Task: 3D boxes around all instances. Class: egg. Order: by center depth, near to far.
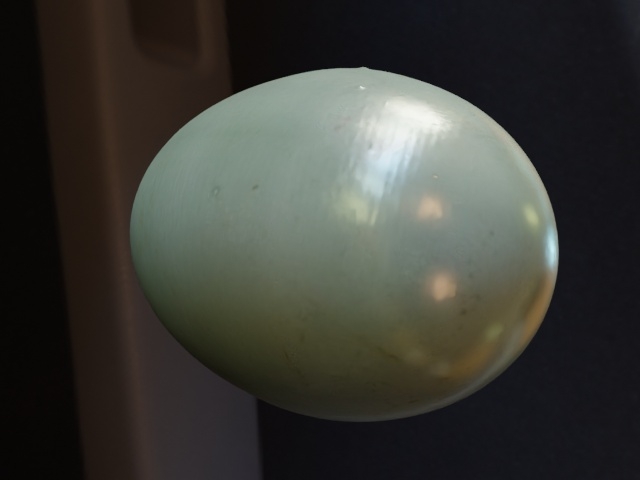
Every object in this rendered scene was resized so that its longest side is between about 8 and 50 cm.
[{"bbox_3d":[0.000,0.000,0.827,0.230,0.371,0.230,-4,96,-33],"label":"egg"}]
